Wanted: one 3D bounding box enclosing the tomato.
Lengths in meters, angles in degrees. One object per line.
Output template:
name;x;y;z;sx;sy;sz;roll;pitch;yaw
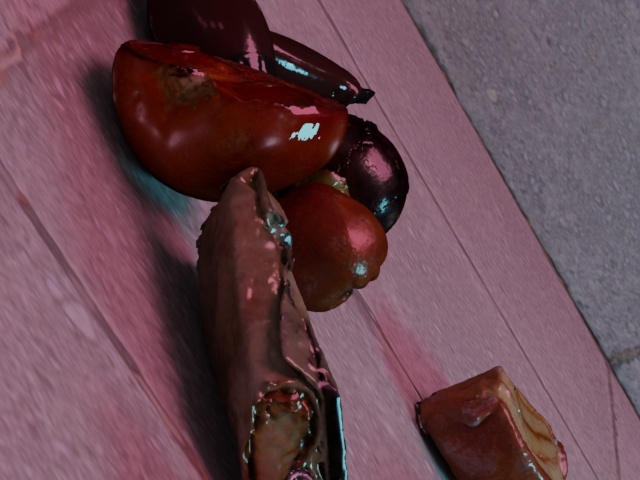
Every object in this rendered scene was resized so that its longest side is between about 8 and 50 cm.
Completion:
tomato;-0.096;-0.105;1.538;0.233;0.140;0.200;26;16;29

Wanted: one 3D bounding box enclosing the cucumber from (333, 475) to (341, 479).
cucumber;0.021;0.310;1.369;0.070;0.046;0.220;-8;91;-79

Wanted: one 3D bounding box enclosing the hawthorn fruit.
hawthorn fruit;0.000;0.000;1.730;0.138;0.133;0.133;45;20;-12

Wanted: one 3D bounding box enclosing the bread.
bread;0.225;0.262;2.020;0.244;0.123;0.190;43;27;-46

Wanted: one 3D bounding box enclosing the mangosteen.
mangosteen;0.019;-0.060;1.856;0.166;0.166;0.180;53;43;-30

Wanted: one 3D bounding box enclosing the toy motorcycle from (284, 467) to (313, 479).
toy motorcycle;-0.033;0.247;1.247;0.205;0.076;0.114;1;59;-30

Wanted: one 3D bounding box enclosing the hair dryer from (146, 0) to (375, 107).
hair dryer;-0.067;-0.242;1.820;0.340;0.123;0.312;18;36;-45

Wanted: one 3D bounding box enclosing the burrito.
burrito;-0.047;0.111;1.417;0.175;0.107;0.348;85;-8;-63
